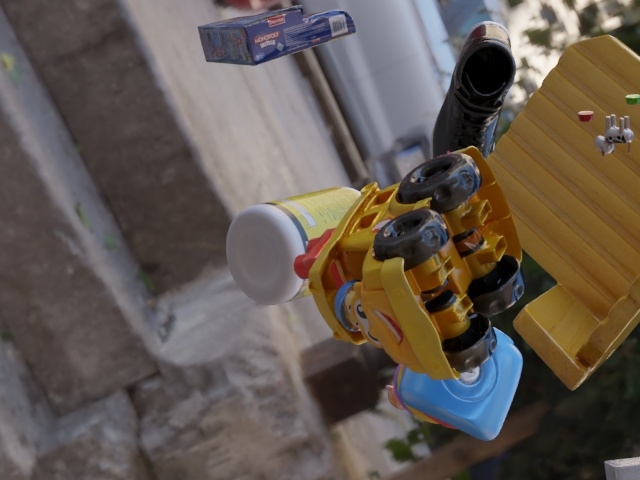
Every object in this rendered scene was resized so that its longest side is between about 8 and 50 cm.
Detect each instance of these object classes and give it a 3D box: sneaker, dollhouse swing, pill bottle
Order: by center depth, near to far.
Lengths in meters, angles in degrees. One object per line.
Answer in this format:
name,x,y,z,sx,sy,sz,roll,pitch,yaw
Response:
dollhouse swing,0.330,-0.069,1.550,0.305,0.347,0.315,41,22,15
sneaker,0.230,-0.188,1.947,0.147,0.104,0.296,-62,165,-75
pill bottle,0.000,0.000,2.382,0.334,0.188,0.188,-15,79,-45

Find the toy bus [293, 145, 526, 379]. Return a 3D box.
toy bus,0.062,0.030,1.184,0.149,0.211,0.220,64,34,-23

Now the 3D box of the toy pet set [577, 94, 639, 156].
toy pet set,0.331,-0.100,1.227,0.114,0.122,0.065,17,-60,49

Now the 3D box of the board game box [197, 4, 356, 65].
board game box,-0.084,-0.307,1.867,0.194,0.194,0.060,8,-64,51

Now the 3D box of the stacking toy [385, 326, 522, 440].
stacking toy,0.177,0.228,1.997,0.175,0.166,0.302,26,-20,-9

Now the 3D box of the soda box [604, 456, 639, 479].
soda box,0.412,0.384,1.585,0.069,0.074,0.216,68,15,-86
